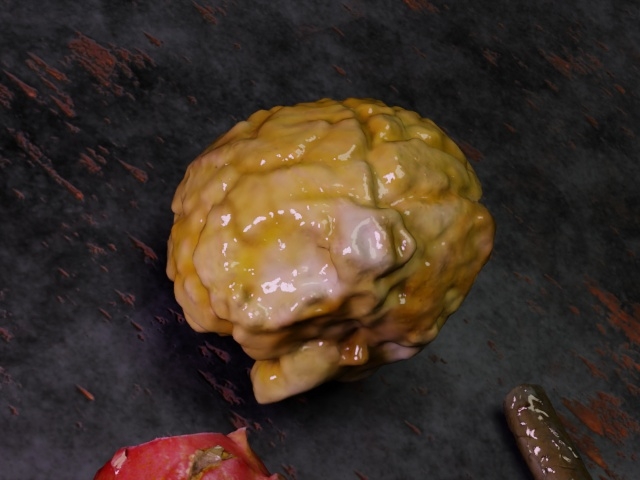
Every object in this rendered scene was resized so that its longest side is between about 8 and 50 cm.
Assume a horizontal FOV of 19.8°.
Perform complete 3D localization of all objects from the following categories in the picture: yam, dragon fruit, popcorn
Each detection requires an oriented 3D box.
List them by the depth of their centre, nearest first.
[{"bbox_3d":[-0.134,0.354,1.888,0.269,0.250,0.291,-5,73,-26],"label":"dragon fruit"},{"bbox_3d":[0.009,-0.016,2.177,0.354,0.344,0.390,34,52,-9],"label":"popcorn"},{"bbox_3d":[0.315,0.321,2.271,0.071,0.067,0.317,-14,61,-22],"label":"yam"}]
